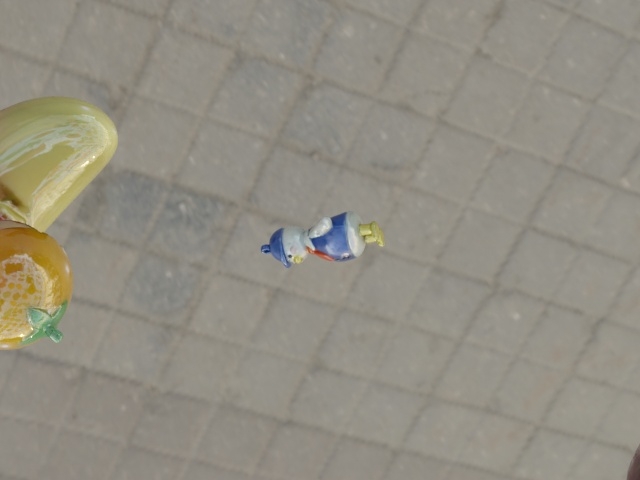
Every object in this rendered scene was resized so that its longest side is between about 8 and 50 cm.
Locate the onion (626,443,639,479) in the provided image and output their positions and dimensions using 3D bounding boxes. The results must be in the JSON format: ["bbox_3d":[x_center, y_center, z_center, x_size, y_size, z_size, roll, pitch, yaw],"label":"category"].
[{"bbox_3d":[0.235,0.158,0.767,0.153,0.177,0.177,29,108,-13],"label":"onion"}]

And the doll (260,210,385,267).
[{"bbox_3d":[0.000,0.000,1.647,0.143,0.057,0.099,-8,154,12],"label":"doll"}]

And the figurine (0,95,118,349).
[{"bbox_3d":[-0.288,0.016,1.209,0.324,0.222,0.124,-46,131,3],"label":"figurine"}]
